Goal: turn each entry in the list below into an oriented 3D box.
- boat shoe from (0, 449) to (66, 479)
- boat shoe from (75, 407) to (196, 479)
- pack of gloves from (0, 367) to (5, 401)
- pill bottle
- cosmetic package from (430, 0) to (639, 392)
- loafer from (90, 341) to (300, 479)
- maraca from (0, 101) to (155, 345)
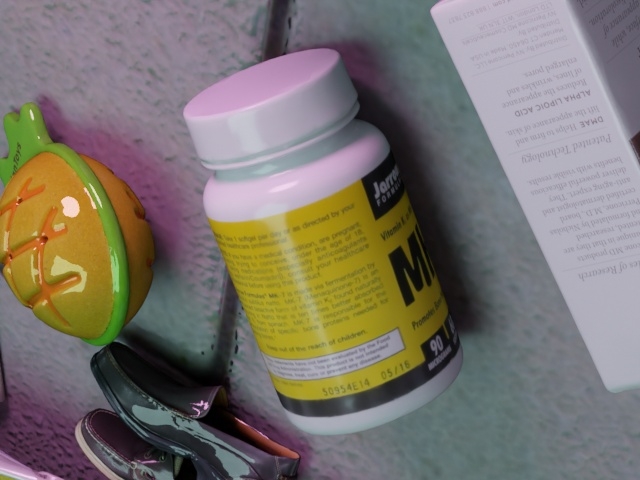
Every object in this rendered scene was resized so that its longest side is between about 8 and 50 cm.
[{"bbox_3d":[-0.192,0.227,1.318,0.367,0.156,0.136,28,89,13],"label":"boat shoe"},{"bbox_3d":[-0.106,0.164,1.326,0.152,0.056,0.049,33,127,2],"label":"boat shoe"},{"bbox_3d":[-0.346,0.028,1.371,0.195,0.046,0.232,6,125,11],"label":"pack of gloves"},{"bbox_3d":[0.000,0.000,1.098,0.119,0.119,0.208,-6,114,38],"label":"pill bottle"},{"bbox_3d":[0.159,-0.050,0.955,0.085,0.117,0.231,-16,108,42],"label":"cosmetic package"},{"bbox_3d":[-0.086,0.123,1.287,0.170,0.062,0.061,39,111,5],"label":"loafer"},{"bbox_3d":[-0.175,-0.011,1.237,0.185,0.099,0.127,52,138,34],"label":"maraca"}]
